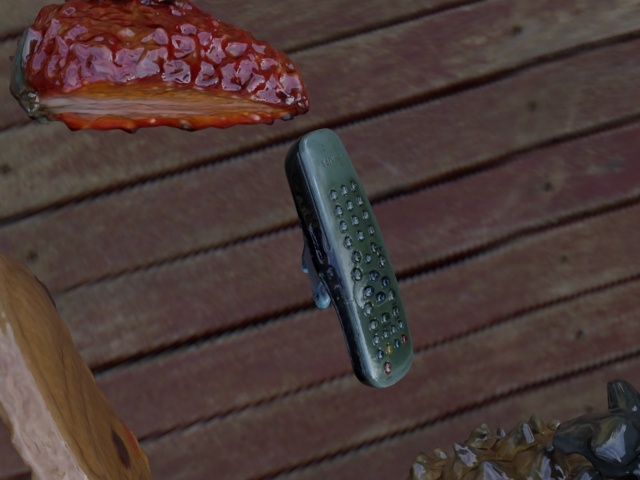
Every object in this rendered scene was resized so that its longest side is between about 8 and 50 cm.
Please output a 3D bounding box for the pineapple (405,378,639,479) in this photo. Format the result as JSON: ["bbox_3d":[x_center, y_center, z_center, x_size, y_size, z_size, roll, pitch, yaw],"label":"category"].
[{"bbox_3d":[0.148,0.171,0.758,0.223,0.357,0.223,8,67,-18],"label":"pineapple"}]

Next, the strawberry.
[{"bbox_3d":[-0.125,-0.151,1.245,0.237,0.190,0.111,1,82,-12],"label":"strawberry"}]

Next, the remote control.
[{"bbox_3d":[0.024,0.015,1.315,0.072,0.042,0.222,-26,100,-51],"label":"remote control"}]

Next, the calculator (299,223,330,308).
[{"bbox_3d":[0.000,0.000,1.499,0.019,0.141,0.094,7,122,-15],"label":"calculator"}]

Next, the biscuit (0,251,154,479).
[{"bbox_3d":[-0.219,0.218,1.516,0.078,0.350,0.455,-25,109,2],"label":"biscuit"}]
